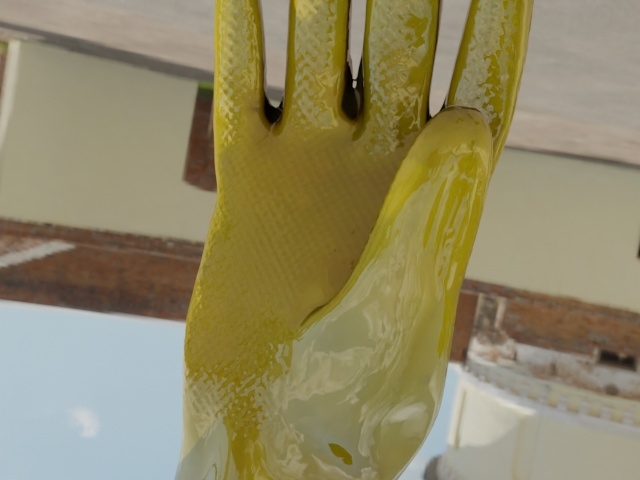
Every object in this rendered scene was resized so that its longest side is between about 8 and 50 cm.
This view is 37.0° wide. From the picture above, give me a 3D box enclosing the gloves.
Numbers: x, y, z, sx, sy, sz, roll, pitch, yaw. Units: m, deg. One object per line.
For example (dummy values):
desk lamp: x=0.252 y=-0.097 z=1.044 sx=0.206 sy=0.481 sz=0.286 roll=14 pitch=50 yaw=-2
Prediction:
gloves: x=-0.001 y=0.000 z=0.381 sx=0.133 sy=0.294 sz=0.116 roll=12 pitch=-169 yaw=14
